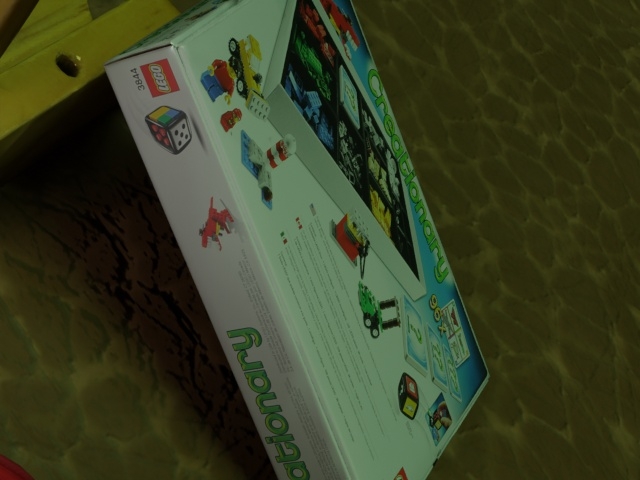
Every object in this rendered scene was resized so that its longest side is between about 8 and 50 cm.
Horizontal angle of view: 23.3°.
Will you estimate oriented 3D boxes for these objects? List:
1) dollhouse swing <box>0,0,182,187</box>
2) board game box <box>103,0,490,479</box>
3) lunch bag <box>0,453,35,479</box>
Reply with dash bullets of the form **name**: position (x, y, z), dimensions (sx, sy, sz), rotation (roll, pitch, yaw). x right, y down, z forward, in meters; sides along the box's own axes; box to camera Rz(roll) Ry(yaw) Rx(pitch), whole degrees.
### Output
- **dollhouse swing**: position (-0.205, -0.238, 0.785), dimensions (0.347, 0.305, 0.315), rotation (47, 36, -2)
- **board game box**: position (0.000, 0.000, 0.897), dimensions (0.193, 0.053, 0.305), rotation (-46, 119, -54)
- **lunch bag**: position (-0.244, 0.121, 0.435), dimensions (0.258, 0.293, 0.120), rotation (26, 47, -29)
